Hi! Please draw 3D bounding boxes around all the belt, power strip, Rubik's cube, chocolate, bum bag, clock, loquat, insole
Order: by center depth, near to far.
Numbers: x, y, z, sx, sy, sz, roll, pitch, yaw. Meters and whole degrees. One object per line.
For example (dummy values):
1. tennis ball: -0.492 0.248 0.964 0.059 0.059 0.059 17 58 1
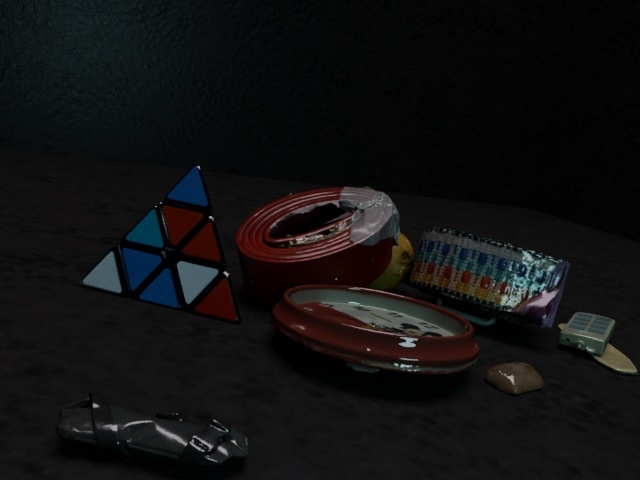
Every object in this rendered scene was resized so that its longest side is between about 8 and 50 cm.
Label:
1. bum bag: -0.165 0.184 0.644 0.198 0.049 0.087 11 7 5
2. chocolate: 0.299 0.204 0.990 0.101 0.031 0.064 3 18 -38
3. clock: 0.081 0.140 0.998 0.319 0.080 0.318 9 7 -1
4. Rubik's cube: -0.186 0.036 1.090 0.284 0.250 0.234 4 32 -50
5. belt: 0.000 0.000 1.217 0.324 0.115 0.227 -23 39 -26
6. insole: 0.524 0.201 1.241 0.081 0.011 0.248 8 11 -5
7. power strip: 0.514 0.175 1.255 0.080 0.029 0.227 13 12 28
8. belt: 0.322 0.085 1.288 0.295 0.160 0.207 17 -4 24
9. loquat: 0.125 0.039 1.363 0.141 0.141 0.141 10 12 -2

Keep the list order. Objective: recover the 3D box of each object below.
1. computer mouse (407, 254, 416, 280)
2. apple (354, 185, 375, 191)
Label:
1. computer mouse: 0.303 0.069 1.477 0.233 0.096 0.137 16 14 22
2. apple: 0.079 -0.054 1.700 0.207 0.173 0.188 0 -4 -35
